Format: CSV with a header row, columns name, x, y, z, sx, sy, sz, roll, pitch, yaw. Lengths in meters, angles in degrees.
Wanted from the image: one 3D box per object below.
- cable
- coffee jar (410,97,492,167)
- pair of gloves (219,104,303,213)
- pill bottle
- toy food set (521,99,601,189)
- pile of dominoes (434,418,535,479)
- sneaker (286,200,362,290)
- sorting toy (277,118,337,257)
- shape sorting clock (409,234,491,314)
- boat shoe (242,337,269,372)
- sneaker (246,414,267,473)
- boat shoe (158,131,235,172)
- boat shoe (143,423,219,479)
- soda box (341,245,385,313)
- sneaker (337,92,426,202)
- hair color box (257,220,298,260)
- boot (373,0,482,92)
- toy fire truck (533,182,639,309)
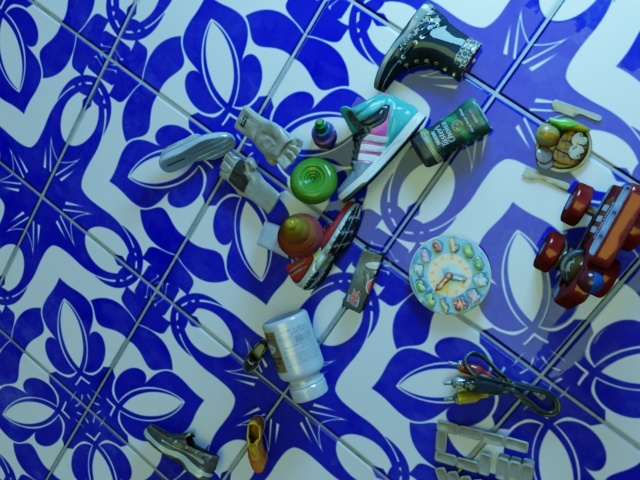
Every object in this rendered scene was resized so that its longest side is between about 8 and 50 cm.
name,x,y,z,sx,sy,sz,roll,pitch,yaw
cable,0.460,0.363,1.458,0.286,0.072,0.140,8,82,5
coffee jar,0.315,-0.258,1.397,0.184,0.079,0.096,-32,86,19
pair of gloves,-0.166,-0.216,1.555,0.204,0.042,0.240,34,118,16
pill bottle,-0.063,0.315,1.565,0.131,0.131,0.230,-19,91,19
toy food set,0.565,-0.221,1.342,0.132,0.038,0.192,22,103,14
pile of dominoes,0.425,0.585,1.505,0.251,0.040,0.196,8,100,25
sneaker,0.000,0.000,1.523,0.118,0.107,0.279,42,104,23
sorting toy,-0.033,-0.144,1.441,0.126,0.126,0.366,12,80,12
shape sorting clock,0.327,0.088,1.458,0.206,0.040,0.207,2,98,17
boat shoe,-0.190,0.337,1.657,0.046,0.038,0.125,42,107,9
sneaker,-0.194,0.601,1.678,0.064,0.067,0.175,-2,98,16
boat shoe,-0.350,-0.267,1.609,0.226,0.083,0.076,-17,51,2
boat shoe,-0.418,0.623,1.752,0.257,0.095,0.095,29,81,13
soda box,0.115,0.104,1.521,0.060,0.053,0.169,23,104,14
sneaker,0.103,-0.252,1.440,0.178,0.124,0.295,43,100,4
hair color box,-0.106,0.000,1.545,0.141,0.043,0.072,23,93,46
boot,0.256,-0.430,1.391,0.178,0.085,0.236,37,106,8
toy fire truck,0.595,0.014,1.249,0.169,0.254,0.302,28,104,13
